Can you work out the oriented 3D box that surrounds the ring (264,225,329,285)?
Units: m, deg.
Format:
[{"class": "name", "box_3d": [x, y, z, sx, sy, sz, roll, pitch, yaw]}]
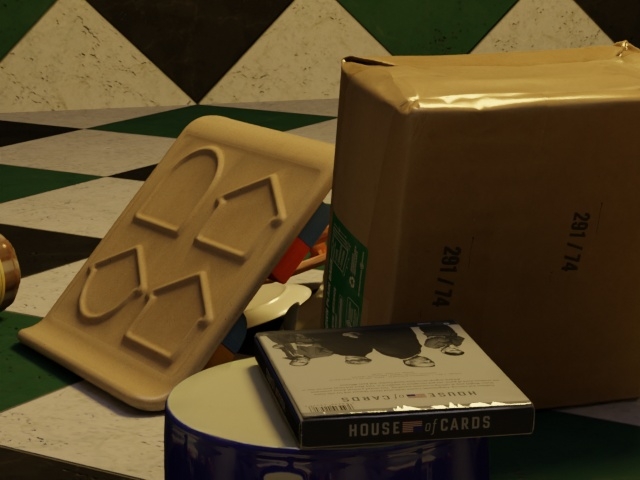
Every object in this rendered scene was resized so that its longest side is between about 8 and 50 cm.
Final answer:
[{"class": "ring", "box_3d": [0.000, 0.000, 2.036, 0.336, 0.032, 0.336, -20, -6, -2]}]

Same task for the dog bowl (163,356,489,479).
[{"class": "dog bowl", "box_3d": [0.005, 0.174, 1.440, 0.265, 0.104, 0.265, -1, 13, 0]}]

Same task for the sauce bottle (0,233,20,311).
[{"class": "sauce bottle", "box_3d": [-0.476, 0.068, 1.934, 0.111, 0.111, 0.344, 8, 17, 32]}]

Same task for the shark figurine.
[{"class": "shark figurine", "box_3d": [0.011, 0.063, 1.914, 0.166, 0.116, 0.278, 7, 13, 37]}]

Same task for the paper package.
[{"class": "paper package", "box_3d": [0.169, -0.011, 1.701, 0.309, 0.325, 0.168, -4, 25, -19]}]

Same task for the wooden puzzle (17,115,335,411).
[{"class": "wooden puzzle", "box_3d": [-0.132, 0.024, 1.884, 0.348, 0.080, 0.322, -50, 32, -14]}]

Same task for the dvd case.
[{"class": "dvd case", "box_3d": [0.051, 0.111, 1.415, 0.179, 0.030, 0.239, -3, 14, -10]}]

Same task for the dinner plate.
[{"class": "dinner plate", "box_3d": [-0.079, 0.073, 1.999, 0.141, 0.017, 0.141, -18, 14, 4]}]
